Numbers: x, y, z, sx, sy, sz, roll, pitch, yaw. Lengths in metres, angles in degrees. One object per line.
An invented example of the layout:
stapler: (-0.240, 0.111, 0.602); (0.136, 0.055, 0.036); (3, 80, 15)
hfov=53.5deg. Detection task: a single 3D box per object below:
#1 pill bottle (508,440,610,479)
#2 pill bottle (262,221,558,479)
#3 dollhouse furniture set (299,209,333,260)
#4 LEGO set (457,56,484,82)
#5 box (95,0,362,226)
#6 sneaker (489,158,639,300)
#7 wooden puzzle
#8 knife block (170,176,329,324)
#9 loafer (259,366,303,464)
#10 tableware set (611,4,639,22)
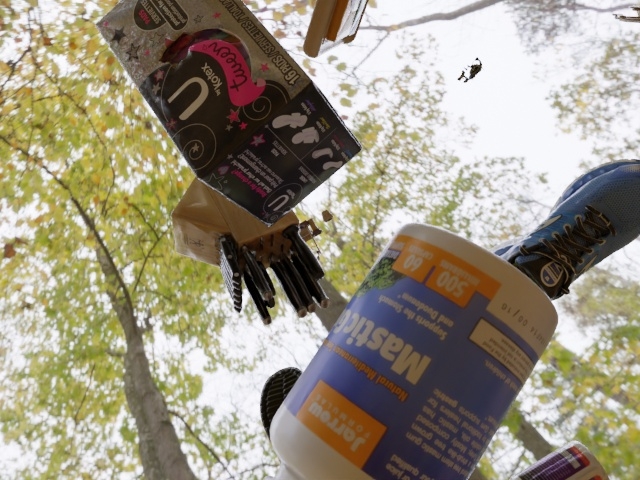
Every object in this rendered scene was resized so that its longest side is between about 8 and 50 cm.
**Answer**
pill bottle: (0.401, 0.448, 1.123); (0.193, 0.108, 0.108); (-27, -66, -7)
pill bottle: (0.056, 0.135, 0.504); (0.152, 0.152, 0.272); (38, -100, -24)
dollhouse furniture set: (0.000, 0.000, 1.294); (0.091, 0.114, 0.081); (-28, -100, 1)
LEGO set: (0.290, -0.321, 1.211); (0.023, 0.083, 0.054); (32, -74, -9)
box: (-0.099, -0.162, 0.677); (0.142, 0.247, 0.163); (-41, -26, 6)
sneaker: (0.357, 0.018, 0.922); (0.130, 0.147, 0.330); (43, -60, -2)
wooden puzzle: (0.056, -0.460, 1.193); (0.044, 0.239, 0.221); (27, -60, 10)
knife block: (-0.076, -0.021, 0.913); (0.242, 0.276, 0.088); (17, -39, 7)
loafer: (-0.027, 0.280, 0.877); (0.080, 0.220, 0.078); (-20, -39, 2)
tableware set: (0.489, -0.306, 0.865); (0.141, 0.168, 0.020); (-33, -49, -53)
